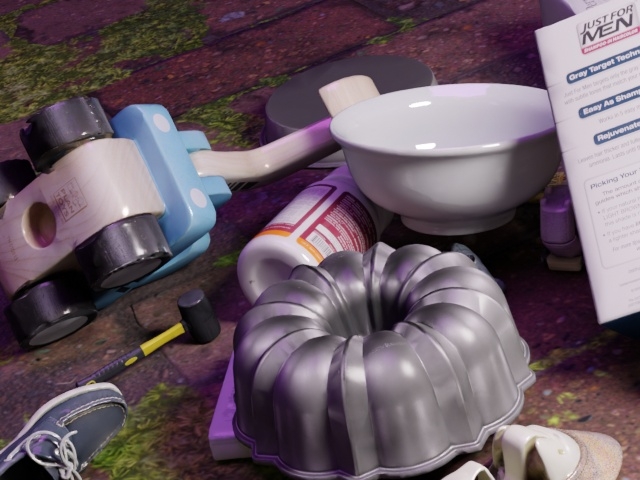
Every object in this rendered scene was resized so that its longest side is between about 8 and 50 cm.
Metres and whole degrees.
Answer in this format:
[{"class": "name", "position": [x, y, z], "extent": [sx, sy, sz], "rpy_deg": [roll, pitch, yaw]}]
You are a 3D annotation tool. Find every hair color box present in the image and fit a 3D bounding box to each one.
[{"class": "hair color box", "position": [0.356, -0.087, 1.825], "extent": [0.174, 0.105, 0.347], "rpy_deg": [-20, 67, 27]}]

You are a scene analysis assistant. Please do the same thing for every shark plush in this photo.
[{"class": "shark plush", "position": [0.171, 0.046, 1.966], "extent": [0.073, 0.067, 0.161], "rpy_deg": [-13, 9, 8]}]

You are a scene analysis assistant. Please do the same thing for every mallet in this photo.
[{"class": "mallet", "position": [-0.209, 0.120, 2.037], "extent": [0.190, 0.062, 0.039], "rpy_deg": [-25, 29, -20]}]

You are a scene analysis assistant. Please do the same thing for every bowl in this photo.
[{"class": "bowl", "position": [0.164, -0.091, 2.078], "extent": [0.298, 0.134, 0.298], "rpy_deg": [-5, 18, 2]}]

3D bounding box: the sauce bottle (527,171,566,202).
[{"class": "sauce bottle", "position": [0.310, -0.068, 2.180], "extent": [0.128, 0.042, 0.042], "rpy_deg": [-2, 30, 18]}]

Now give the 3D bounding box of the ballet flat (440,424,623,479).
[{"class": "ballet flat", "position": [0.172, 0.239, 1.604], "extent": [0.108, 0.106, 0.316], "rpy_deg": [16, 40, 43]}]

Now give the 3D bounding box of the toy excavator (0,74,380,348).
[{"class": "toy excavator", "position": [-0.172, -0.073, 2.184], "extent": [0.433, 0.222, 0.445], "rpy_deg": [-35, -14, 32]}]

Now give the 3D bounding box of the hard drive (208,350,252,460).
[{"class": "hard drive", "position": [0.044, 0.156, 1.885], "extent": [0.308, 0.040, 0.203], "rpy_deg": [-7, 28, 11]}]

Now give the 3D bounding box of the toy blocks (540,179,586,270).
[{"class": "toy blocks", "position": [0.409, -0.142, 1.990], "extent": [0.309, 0.260, 0.288], "rpy_deg": [1, 44, 26]}]

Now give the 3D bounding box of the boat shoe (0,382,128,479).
[{"class": "boat shoe", "position": [-0.301, 0.242, 1.819], "extent": [0.254, 0.095, 0.079], "rpy_deg": [-30, 30, -26]}]

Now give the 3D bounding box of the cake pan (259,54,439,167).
[{"class": "cake pan", "position": [0.048, -0.197, 2.523], "extent": [0.293, 0.054, 0.293], "rpy_deg": [-10, 28, 5]}]

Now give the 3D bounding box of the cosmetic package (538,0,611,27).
[{"class": "cosmetic package", "position": [0.562, -0.337, 2.443], "extent": [0.453, 0.161, 0.230], "rpy_deg": [-16, 28, -4]}]

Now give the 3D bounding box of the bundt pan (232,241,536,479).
[{"class": "bundt pan", "position": [0.054, 0.109, 1.794], "extent": [0.331, 0.124, 0.331], "rpy_deg": [-10, 29, 6]}]

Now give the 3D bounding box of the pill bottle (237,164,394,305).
[{"class": "pill bottle", "position": [0.000, 0.000, 2.104], "extent": [0.121, 0.121, 0.221], "rpy_deg": [4, 31, 30]}]
